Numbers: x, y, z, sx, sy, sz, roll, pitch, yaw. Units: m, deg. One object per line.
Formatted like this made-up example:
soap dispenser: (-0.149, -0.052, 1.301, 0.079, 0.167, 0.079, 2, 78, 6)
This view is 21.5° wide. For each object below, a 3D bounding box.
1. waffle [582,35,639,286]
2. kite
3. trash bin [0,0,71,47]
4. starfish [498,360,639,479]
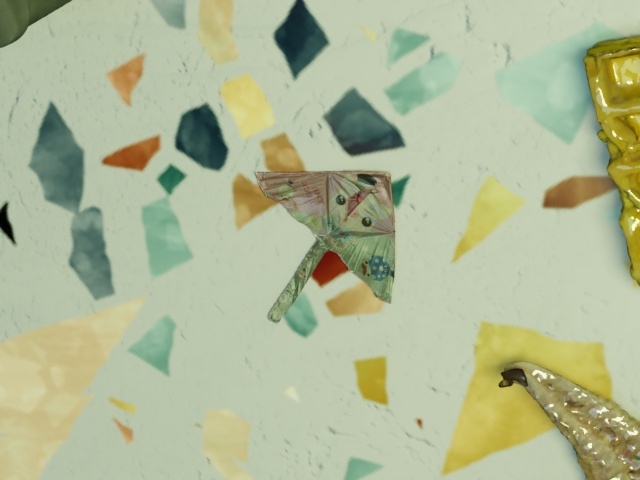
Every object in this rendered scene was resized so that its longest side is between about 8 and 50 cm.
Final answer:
waffle: (0.303, -0.041, 1.097, 0.229, 0.057, 0.219, -9, 107, 18)
kite: (0.000, 0.000, 1.223, 0.137, 0.005, 0.152, 45, 114, 0)
trash bin: (-0.218, -0.221, 1.080, 0.101, 0.236, 0.176, -4, 108, 17)
starfish: (0.282, 0.259, 1.173, 0.398, 0.132, 0.383, -5, 102, 31)
